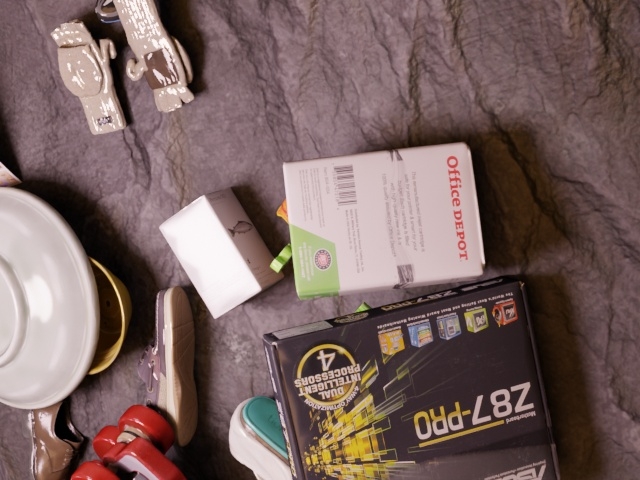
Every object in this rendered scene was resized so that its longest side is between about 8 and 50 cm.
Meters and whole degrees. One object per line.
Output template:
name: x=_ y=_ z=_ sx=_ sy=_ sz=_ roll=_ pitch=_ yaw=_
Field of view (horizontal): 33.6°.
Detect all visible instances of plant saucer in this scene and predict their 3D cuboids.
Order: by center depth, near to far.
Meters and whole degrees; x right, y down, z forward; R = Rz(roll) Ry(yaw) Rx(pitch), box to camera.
plant saucer: x=-0.562 y=0.109 z=1.841 sx=0.401 sy=0.100 sz=0.400 roll=7 pitch=103 yaw=30

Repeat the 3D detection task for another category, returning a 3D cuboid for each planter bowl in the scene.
planter bowl: x=-0.396 y=0.118 z=1.853 sx=0.217 sy=0.090 sz=0.217 roll=6 pitch=101 yaw=31

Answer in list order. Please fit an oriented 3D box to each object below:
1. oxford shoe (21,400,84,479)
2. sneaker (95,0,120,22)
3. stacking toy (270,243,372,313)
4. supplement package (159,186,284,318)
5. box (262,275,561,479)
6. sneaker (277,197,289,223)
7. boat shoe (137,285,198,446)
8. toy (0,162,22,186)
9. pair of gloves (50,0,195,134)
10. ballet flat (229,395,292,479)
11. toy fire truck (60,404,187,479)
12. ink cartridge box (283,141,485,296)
oxford shoe: x=-0.481 y=0.399 z=1.951 sx=0.096 sy=0.083 sz=0.227 roll=-7 pitch=98 yaw=17
sneaker: x=-0.300 y=-0.420 z=1.732 sx=0.188 sy=0.078 sz=0.067 roll=-25 pitch=90 yaw=24
stacking toy: x=0.051 y=0.011 z=1.643 sx=0.167 sy=0.052 sz=0.221 roll=40 pitch=82 yaw=8
supplement package: x=-0.161 y=0.019 z=1.746 sx=0.105 sy=0.105 sz=0.179 roll=-33 pitch=88 yaw=23
box: x=0.137 y=0.250 z=1.577 sx=0.395 sy=0.097 sz=0.318 roll=-12 pitch=97 yaw=-13
sneaker: x=0.000 y=0.000 z=1.714 sx=0.175 sy=0.064 sz=0.067 roll=53 pitch=129 yaw=12
boat shoe: x=-0.270 y=0.217 z=1.827 sx=0.092 sy=0.103 sz=0.285 roll=2 pitch=107 yaw=15
toy: x=-0.647 y=-0.137 z=1.843 sx=0.137 sy=0.237 sz=0.056 roll=-12 pitch=56 yaw=20
pair of gloves: x=-0.326 y=-0.295 z=1.768 sx=0.240 sy=0.042 sz=0.204 roll=-15 pitch=111 yaw=29
ballet flat: x=0.005 y=0.420 z=1.759 sx=0.400 sy=0.139 sz=0.139 roll=39 pitch=111 yaw=15
toy fire truck: x=-0.301 y=0.441 z=1.819 sx=0.254 sy=0.169 sz=0.302 roll=43 pitch=140 yaw=-7
ink cartridge box: x=0.091 y=-0.026 z=1.568 sx=0.273 sy=0.115 sz=0.198 roll=-6 pitch=82 yaw=0
